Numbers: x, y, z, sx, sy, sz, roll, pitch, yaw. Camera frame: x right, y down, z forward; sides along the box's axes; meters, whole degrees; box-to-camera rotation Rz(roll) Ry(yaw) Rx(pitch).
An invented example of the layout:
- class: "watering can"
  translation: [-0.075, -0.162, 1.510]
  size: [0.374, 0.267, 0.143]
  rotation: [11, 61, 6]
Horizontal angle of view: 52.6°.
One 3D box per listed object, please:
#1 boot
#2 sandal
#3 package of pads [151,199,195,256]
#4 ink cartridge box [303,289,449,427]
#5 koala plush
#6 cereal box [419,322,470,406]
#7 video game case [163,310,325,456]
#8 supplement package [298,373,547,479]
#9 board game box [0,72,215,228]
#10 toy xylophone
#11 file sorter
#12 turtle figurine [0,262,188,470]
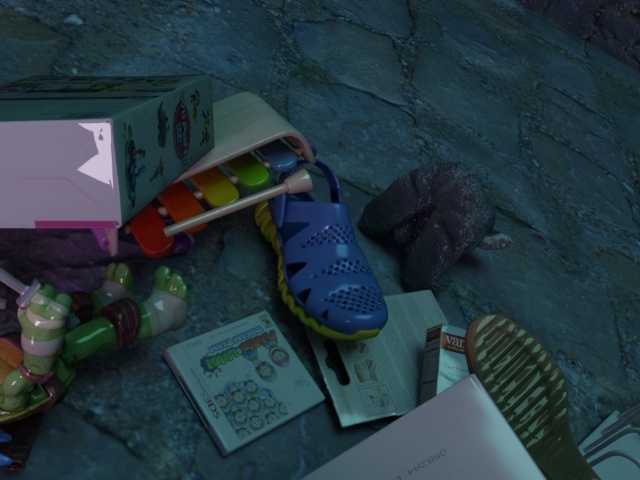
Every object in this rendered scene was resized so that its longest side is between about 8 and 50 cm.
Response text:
- class: "boot"
  translation: [0.201, 0.201, 0.702]
  size: [0.090, 0.207, 0.248]
  rotation: [-28, 84, -14]
- class: "sandal"
  translation: [0.000, 0.000, 0.892]
  size: [0.126, 0.138, 0.317]
  rotation: [-2, 43, -33]
- class: "package of pads"
  translation: [-0.210, -0.019, 0.880]
  size: [0.050, 0.032, 0.083]
  rotation: [-10, 57, -36]
- class: "ink cartridge box"
  translation: [0.092, 0.165, 0.900]
  size: [0.224, 0.056, 0.181]
  rotation: [-7, 54, -24]
- class: "koala plush"
  translation: [0.226, -0.037, 1.088]
  size: [0.221, 0.203, 0.196]
  rotation: [-3, 52, -51]
- class: "cereal box"
  translation: [0.208, 0.243, 0.833]
  size: [0.173, 0.047, 0.240]
  rotation: [19, 63, -17]
- class: "video game case"
  translation: [-0.090, 0.166, 0.789]
  size: [0.157, 0.019, 0.143]
  rotation: [-17, 62, -43]
- class: "supplement package"
  translation: [0.105, 0.277, 0.577]
  size: [0.199, 0.263, 0.198]
  rotation: [-30, 65, -4]
- class: "board game box"
  translation: [-0.252, -0.105, 0.657]
  size: [0.224, 0.098, 0.303]
  rotation: [1, 22, 6]
- class: "toy xylophone"
  translation: [-0.149, -0.082, 0.831]
  size: [0.322, 0.081, 0.236]
  rotation: [-20, 48, -15]
- class: "file sorter"
  translation: [0.465, 0.333, 0.882]
  size: [0.277, 0.173, 0.193]
  rotation: [-17, 61, -42]
- class: "turtle figurine"
  translation: [-0.277, 0.055, 0.626]
  size: [0.266, 0.198, 0.275]
  rotation: [-22, 78, -54]
